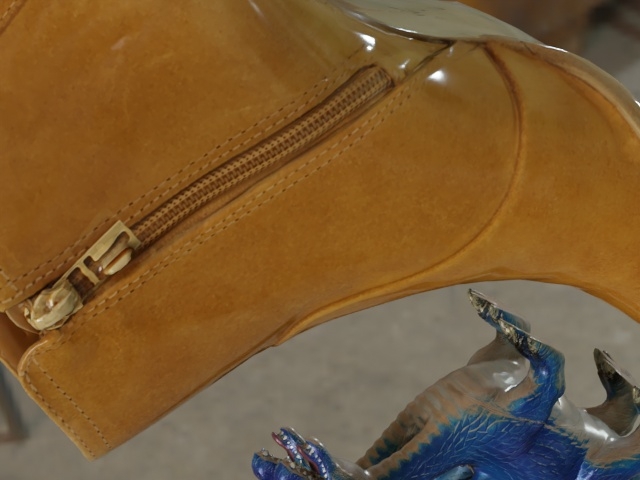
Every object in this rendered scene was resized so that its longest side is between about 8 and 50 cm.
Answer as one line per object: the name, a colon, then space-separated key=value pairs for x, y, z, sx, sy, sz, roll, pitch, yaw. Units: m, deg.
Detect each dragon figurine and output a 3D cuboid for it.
dragon figurine: x=0.104 y=0.121 z=0.960 sx=0.289 sy=0.144 sz=0.085 roll=25 pitch=9 yaw=-27

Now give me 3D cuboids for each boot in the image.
boot: x=0.000 y=0.000 z=0.652 sx=0.211 sy=0.295 sz=0.104 roll=-46 pitch=32 yaw=-4
